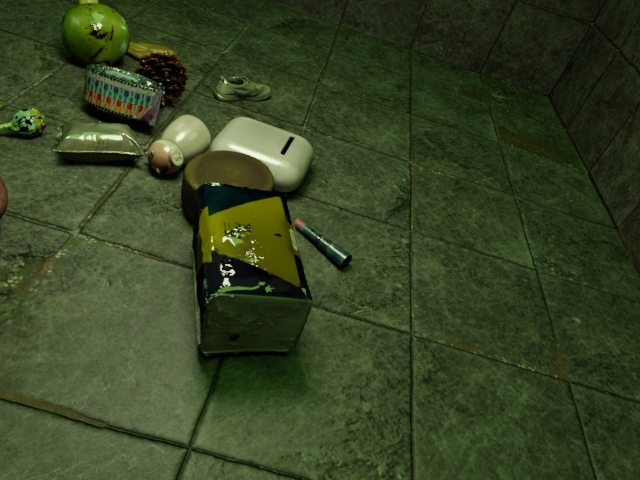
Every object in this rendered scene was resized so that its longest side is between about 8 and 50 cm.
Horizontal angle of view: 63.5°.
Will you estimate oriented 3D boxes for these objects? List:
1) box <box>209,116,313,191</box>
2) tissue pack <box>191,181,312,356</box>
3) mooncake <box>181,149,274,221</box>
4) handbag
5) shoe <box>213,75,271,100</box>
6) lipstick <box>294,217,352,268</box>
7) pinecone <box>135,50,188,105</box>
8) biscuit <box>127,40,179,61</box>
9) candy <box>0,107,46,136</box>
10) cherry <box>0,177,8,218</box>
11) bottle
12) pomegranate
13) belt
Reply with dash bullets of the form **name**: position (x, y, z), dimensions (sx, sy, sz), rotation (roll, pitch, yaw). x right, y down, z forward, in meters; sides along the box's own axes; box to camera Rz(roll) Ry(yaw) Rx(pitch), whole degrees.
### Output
- **box**: position (-0.208, -0.317, 1.881), dimensions (0.348, 0.141, 0.289), rotation (21, 38, 0)
- **tissue pack**: position (-0.197, 0.070, 1.349), dimensions (0.264, 0.253, 0.417), rotation (4, 43, -19)
- **mooncake**: position (-0.296, -0.153, 1.641), dimensions (0.284, 0.156, 0.284), rotation (11, 42, -10)
- **handbag**: position (-0.726, -0.328, 1.698), dimensions (0.270, 0.117, 0.182), rotation (-2, 36, -24)
- **shoe**: position (-0.336, -0.675, 2.280), dimensions (0.274, 0.098, 0.103), rotation (-14, 54, -37)
- **lipstick**: position (0.000, 0.000, 1.673), dimensions (0.234, 0.053, 0.053), rotation (40, 43, 24)
- **pinecone**: position (-0.621, -0.631, 2.035), dimensions (0.207, 0.208, 0.208), rotation (12, 40, -10)
- **biscuit**: position (-0.772, -0.855, 2.341), dimensions (0.259, 0.041, 0.203), rotation (10, 40, -16)
- **candy**: position (-1.033, -0.356, 1.628), dimensions (0.305, 0.091, 0.083), rotation (-17, 53, -28)
- **cherry**: position (-0.910, -0.099, 1.273), dimensions (0.285, 0.213, 0.236), rotation (9, 8, 21)
- **bottle**: position (-0.493, -0.314, 1.760), dimensions (0.147, 0.148, 0.236), rotation (27, 47, 8)
- **pomegranate**: position (-0.915, -0.867, 2.093), dimensions (0.260, 0.341, 0.260), rotation (-8, 15, 2)
- **belt**: position (-0.717, -0.528, 1.900), dimensions (0.294, 0.161, 0.207), rotation (18, 21, -4)
